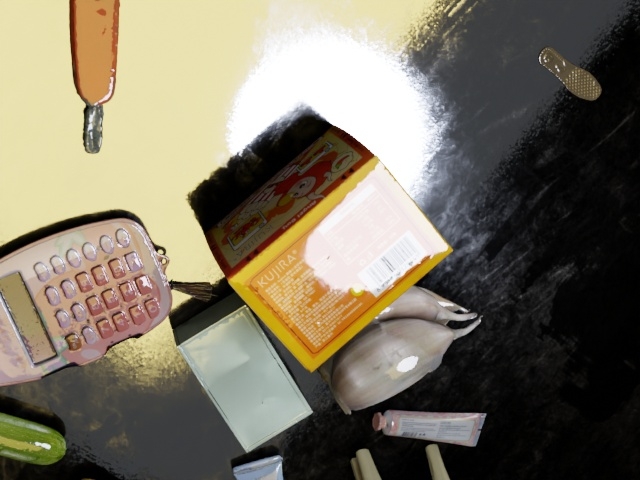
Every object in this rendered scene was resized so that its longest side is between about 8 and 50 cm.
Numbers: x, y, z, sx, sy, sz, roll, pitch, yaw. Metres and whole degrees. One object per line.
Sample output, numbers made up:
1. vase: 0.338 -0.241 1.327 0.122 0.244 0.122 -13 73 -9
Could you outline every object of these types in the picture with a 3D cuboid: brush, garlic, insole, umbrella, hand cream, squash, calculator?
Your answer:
1. brush: -0.338 -0.288 1.656 0.070 0.051 0.324 0 103 -20
2. garlic: 0.113 0.175 1.800 0.292 0.210 0.237 -35 146 14
3. insole: 0.417 -0.277 1.866 0.135 0.002 0.045 34 95 -20
4. umbrella: -0.206 0.081 1.811 0.083 0.020 0.032 12 102 -11
5. hand cream: -0.082 0.496 1.944 0.088 0.055 0.256 -13 106 -1
6. squash: -0.519 0.304 1.772 0.238 0.069 0.069 20 100 -19
7. calculator: -0.391 0.091 1.753 0.329 0.048 0.220 -22 109 -7
8. hand cream: 0.192 0.325 1.970 0.209 0.043 0.067 9 106 -22

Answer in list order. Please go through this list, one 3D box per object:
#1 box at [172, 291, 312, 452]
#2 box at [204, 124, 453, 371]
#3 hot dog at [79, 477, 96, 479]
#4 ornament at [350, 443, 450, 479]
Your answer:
1. box: -0.128 0.213 1.832 0.129 0.086 0.225 -31 110 -3
2. box: 0.000 0.000 1.709 0.283 0.259 0.214 -40 112 0
3. hot dog: -0.297 0.488 1.882 0.289 0.068 0.083 33 103 -21
4. ornament: 0.187 0.470 1.927 0.230 0.245 0.061 -1 144 -23
